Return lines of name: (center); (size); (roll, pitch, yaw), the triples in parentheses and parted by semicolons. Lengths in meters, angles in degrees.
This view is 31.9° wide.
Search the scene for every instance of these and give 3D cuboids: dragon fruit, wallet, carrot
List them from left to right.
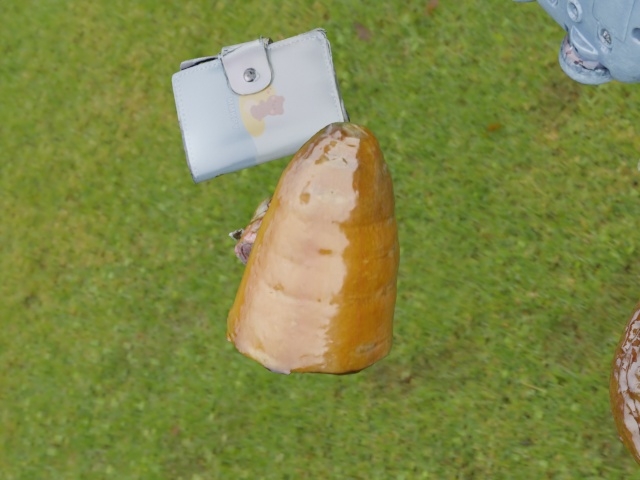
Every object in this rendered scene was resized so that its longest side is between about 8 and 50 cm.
wallet: (-0.079, -0.180, 1.477); (0.231, 0.069, 0.170); (-14, 88, 14)
dragon fruit: (-0.049, -0.009, 1.305); (0.096, 0.147, 0.102); (30, 62, 35)
carrot: (0.000, 0.000, 1.021); (0.159, 0.159, 0.225); (32, 125, 42)

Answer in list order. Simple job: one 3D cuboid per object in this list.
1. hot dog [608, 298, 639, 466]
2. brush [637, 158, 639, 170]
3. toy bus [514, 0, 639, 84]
hot dog: (0.458, 0.098, 1.115); (0.387, 0.267, 0.174); (-54, 30, 28)
brush: (0.340, -0.099, 1.139); (0.084, 0.013, 0.016); (113, 169, -58)
toy bus: (0.315, -0.313, 1.111); (0.231, 0.197, 0.294); (-23, 56, -12)
